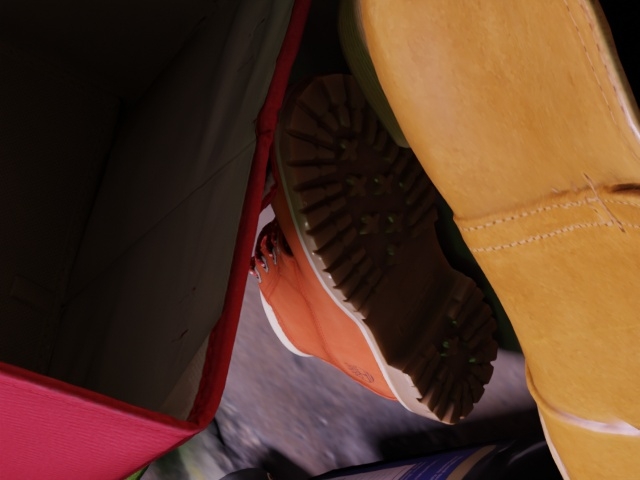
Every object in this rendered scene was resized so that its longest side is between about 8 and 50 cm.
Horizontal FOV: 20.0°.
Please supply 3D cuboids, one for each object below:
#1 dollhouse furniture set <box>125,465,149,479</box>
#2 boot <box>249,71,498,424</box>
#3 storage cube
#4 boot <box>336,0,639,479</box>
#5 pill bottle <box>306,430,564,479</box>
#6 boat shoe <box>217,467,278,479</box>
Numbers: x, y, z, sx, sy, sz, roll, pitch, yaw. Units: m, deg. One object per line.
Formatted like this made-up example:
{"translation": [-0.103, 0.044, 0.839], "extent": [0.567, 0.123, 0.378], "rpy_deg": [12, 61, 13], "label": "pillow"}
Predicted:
{"translation": [-0.199, 0.106, 0.968], "extent": [0.198, 0.151, 0.301], "rpy_deg": [33, 180, 0], "label": "dollhouse furniture set"}
{"translation": [0.000, 0.000, 0.634], "extent": [0.085, 0.059, 0.158], "rpy_deg": [19, 148, 36], "label": "boot"}
{"translation": [-0.133, -0.033, 0.546], "extent": [0.215, 0.183, 0.193], "rpy_deg": [20, 155, -17], "label": "storage cube"}
{"translation": [0.113, 0.026, 0.440], "extent": [0.295, 0.104, 0.211], "rpy_deg": [50, 174, -10], "label": "boot"}
{"translation": [0.041, 0.147, 0.733], "extent": [0.123, 0.123, 0.219], "rpy_deg": [45, 150, -15], "label": "pill bottle"}
{"translation": [-0.037, 0.144, 0.897], "extent": [0.133, 0.049, 0.042], "rpy_deg": [103, 146, -69], "label": "boat shoe"}
